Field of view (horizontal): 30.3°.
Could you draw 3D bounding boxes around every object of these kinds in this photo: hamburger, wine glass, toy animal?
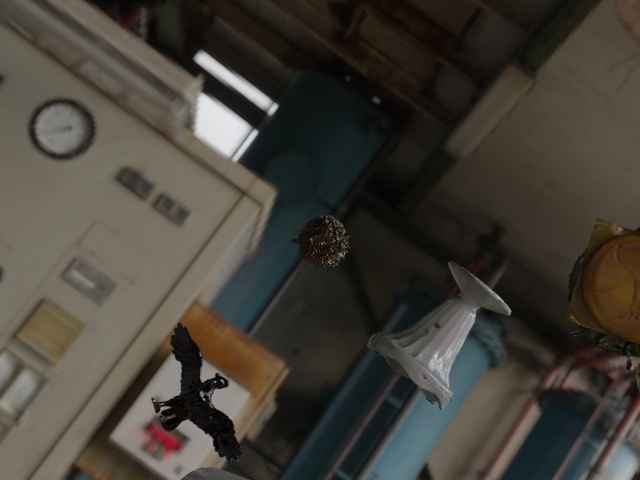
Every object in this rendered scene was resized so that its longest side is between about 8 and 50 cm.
[{"bbox_3d":[0.397,0.061,1.509,0.164,0.189,0.093,29,-5,11],"label":"hamburger"},{"bbox_3d":[0.189,0.143,1.865,0.165,0.196,0.165,38,-3,3],"label":"wine glass"},{"bbox_3d":[-0.167,0.207,1.545,0.220,0.108,0.062,57,-7,31],"label":"toy animal"}]

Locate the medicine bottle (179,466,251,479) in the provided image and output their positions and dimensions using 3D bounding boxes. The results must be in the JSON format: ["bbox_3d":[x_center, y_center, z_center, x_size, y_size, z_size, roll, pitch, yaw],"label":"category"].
[{"bbox_3d":[-0.101,0.555,2.137,0.372,0.211,0.211,12,-27,37],"label":"medicine bottle"}]

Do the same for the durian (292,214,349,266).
[{"bbox_3d":[0.000,0.000,1.766,0.091,0.080,0.080,6,-5,-21],"label":"durian"}]

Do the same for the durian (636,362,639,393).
[{"bbox_3d":[0.549,0.218,1.830,0.107,0.132,0.375,-18,-66,32],"label":"durian"}]
